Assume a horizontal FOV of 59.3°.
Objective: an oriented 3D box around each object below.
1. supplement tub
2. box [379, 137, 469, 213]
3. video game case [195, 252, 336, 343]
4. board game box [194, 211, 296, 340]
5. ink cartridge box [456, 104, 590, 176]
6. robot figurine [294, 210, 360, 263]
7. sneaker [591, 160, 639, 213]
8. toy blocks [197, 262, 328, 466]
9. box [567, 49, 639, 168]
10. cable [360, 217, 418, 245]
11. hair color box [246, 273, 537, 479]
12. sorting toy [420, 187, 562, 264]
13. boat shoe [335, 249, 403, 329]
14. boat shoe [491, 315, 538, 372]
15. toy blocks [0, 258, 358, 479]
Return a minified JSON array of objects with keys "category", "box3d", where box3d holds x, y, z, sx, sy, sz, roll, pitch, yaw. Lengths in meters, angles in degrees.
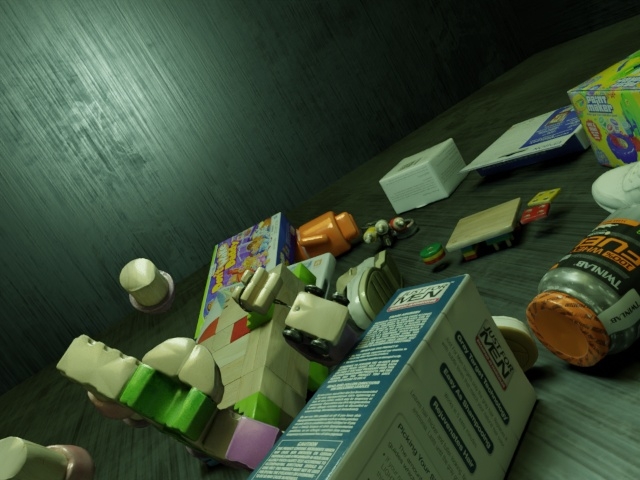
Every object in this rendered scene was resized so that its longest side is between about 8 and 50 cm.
[{"category":"supplement tub","box3d":[0.335,0.051,0.648,0.190,0.117,0.117,-36,13,-21]},{"category":"box","box3d":[0.303,-0.186,1.635,0.181,0.119,0.182,-19,16,43]},{"category":"video game case","box3d":[-0.135,0.178,1.195,0.329,0.036,0.300,-20,33,29]},{"category":"board game box","box3d":[-0.186,0.104,1.462,0.233,0.078,0.347,-26,35,20]},{"category":"ink cartridge box","box3d":[0.552,-0.247,1.429,0.307,0.072,0.304,-41,17,-32]},{"category":"robot figurine","box3d":[-0.001,-0.001,1.599,0.219,0.128,0.158,-28,28,13]},{"category":"sneaker","box3d":[0.508,-0.112,0.786,0.114,0.152,0.305,-49,17,-18]},{"category":"toy blocks","box3d":[-0.146,0.217,0.962,0.261,0.191,0.381,-32,28,24]},{"category":"box","box3d":[0.650,-0.258,0.980,0.279,0.177,0.290,-29,13,6]},{"category":"cable","box3d":[0.172,-0.044,1.501,0.140,0.072,0.287,-25,13,3]},{"category":"hair color box","box3d":[0.076,0.201,0.533,0.105,0.173,0.347,-19,16,45]},{"category":"sorting toy","box3d":[0.333,-0.020,1.088,0.275,0.046,0.132,-23,15,34]},{"category":"boat shoe","box3d":[0.087,0.105,1.057,0.103,0.113,0.302,-28,2,17]},{"category":"boat shoe","box3d":[0.158,0.141,0.753,0.277,0.098,0.096,-22,16,40]},{"category":"toy blocks","box3d":[-0.134,0.208,0.664,0.289,0.260,0.309,18,64,17]}]
